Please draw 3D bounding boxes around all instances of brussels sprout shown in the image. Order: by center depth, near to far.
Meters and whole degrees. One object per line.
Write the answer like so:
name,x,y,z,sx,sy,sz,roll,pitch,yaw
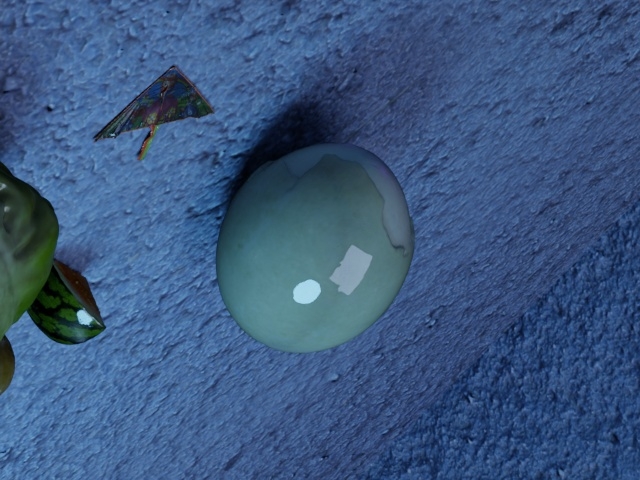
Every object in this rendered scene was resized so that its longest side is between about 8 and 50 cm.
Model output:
brussels sprout,-0.431,0.020,1.408,0.274,0.242,0.316,-46,154,0

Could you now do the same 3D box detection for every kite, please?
kite,-0.206,-0.160,1.683,0.190,0.010,0.159,-18,148,-36

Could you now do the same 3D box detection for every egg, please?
egg,0.000,0.000,1.907,0.278,0.278,0.336,-14,152,-42

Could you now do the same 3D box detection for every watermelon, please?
watermelon,-0.360,0.081,1.829,0.135,0.125,0.094,-25,-156,44

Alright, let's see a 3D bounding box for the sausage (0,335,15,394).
sausage,-0.547,0.133,1.578,0.136,0.123,0.501,-53,152,6
